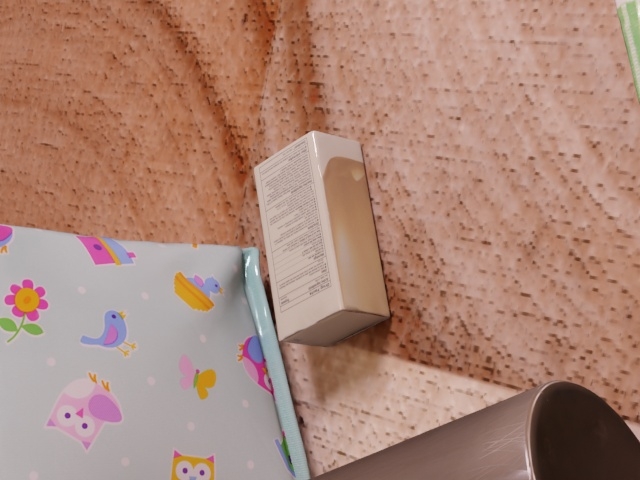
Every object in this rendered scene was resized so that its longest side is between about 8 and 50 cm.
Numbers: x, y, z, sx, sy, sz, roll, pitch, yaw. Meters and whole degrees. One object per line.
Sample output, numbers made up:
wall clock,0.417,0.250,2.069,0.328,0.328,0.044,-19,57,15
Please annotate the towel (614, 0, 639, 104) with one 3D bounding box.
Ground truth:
towel,0.245,-0.036,0.622,0.248,0.038,0.324,-28,62,42

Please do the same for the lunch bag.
lunch bag,-0.131,0.136,0.874,0.160,0.223,0.262,-35,59,46

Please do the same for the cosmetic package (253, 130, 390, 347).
cosmetic package,0.000,0.000,0.891,0.060,0.041,0.115,-28,62,42

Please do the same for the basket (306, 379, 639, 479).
basket,0.044,0.168,0.710,0.227,0.204,0.154,-31,76,31
